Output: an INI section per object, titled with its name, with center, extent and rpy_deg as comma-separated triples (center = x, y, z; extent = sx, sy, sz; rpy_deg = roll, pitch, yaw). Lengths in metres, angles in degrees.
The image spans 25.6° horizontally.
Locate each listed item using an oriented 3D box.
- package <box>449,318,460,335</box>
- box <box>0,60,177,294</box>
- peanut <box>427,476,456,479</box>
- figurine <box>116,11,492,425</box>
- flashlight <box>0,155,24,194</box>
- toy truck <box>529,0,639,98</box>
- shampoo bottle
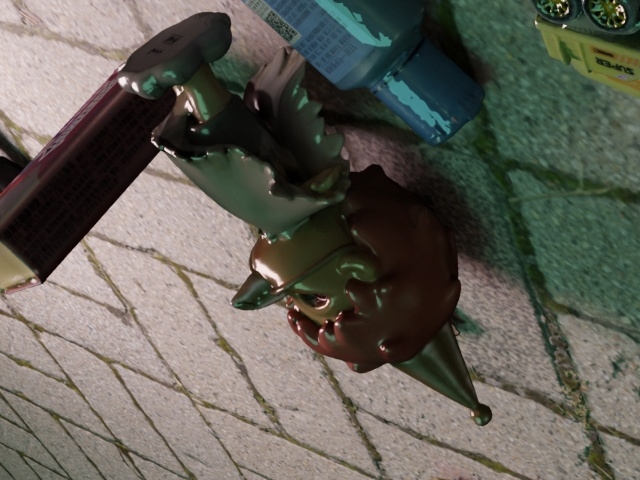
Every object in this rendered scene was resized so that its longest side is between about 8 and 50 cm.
[package]
center = 0.046, 0.066, 1.281
extent = 0.083, 0.022, 0.200
rpy_deg = 44, 154, -16
[box]
center = -0.191, -0.059, 1.142
extent = 0.069, 0.224, 0.120
rpy_deg = 46, 153, -16
[peanut]
center = 0.171, 0.321, 1.495
extent = 0.187, 0.082, 0.082
rpy_deg = 46, 154, -18
[figurine]
center = 0.000, 0.000, 1.062
extent = 0.387, 0.166, 0.207
rpy_deg = 53, 168, -23
[flashlight]
center = -0.404, -0.116, 1.507
extent = 0.093, 0.093, 0.232
rpy_deg = 0, 131, 53
[toy truck]
center = 0.189, -0.108, 0.721
extent = 0.169, 0.077, 0.100
rpy_deg = 17, 146, 35
[shampoo bottle]
center = -0.003, -0.161, 0.904
extent = 0.258, 0.061, 0.104
rpy_deg = 42, 154, -8
